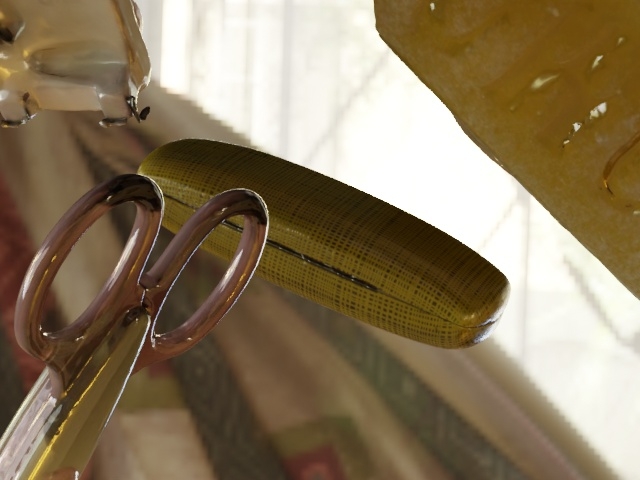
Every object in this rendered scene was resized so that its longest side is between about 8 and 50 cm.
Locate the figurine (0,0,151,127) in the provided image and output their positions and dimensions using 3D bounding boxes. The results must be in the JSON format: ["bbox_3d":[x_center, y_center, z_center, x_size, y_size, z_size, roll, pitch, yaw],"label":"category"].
[{"bbox_3d":[-0.102,-0.176,0.954,0.144,0.182,0.257,-14,-146,34],"label":"figurine"}]

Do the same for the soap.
[{"bbox_3d":[0.138,-0.099,0.985,0.080,0.257,0.160,-44,177,-46],"label":"soap"}]

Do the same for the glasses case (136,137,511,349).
[{"bbox_3d":[0.000,0.000,1.169,0.234,0.064,0.079,24,-158,17],"label":"glasses case"}]

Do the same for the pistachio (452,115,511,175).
[{"bbox_3d":[0.160,-0.107,1.256,0.223,0.152,0.126,39,-159,-33],"label":"pistachio"}]

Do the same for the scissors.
[{"bbox_3d":[-0.075,0.058,0.540,0.022,0.176,0.085,40,-161,29],"label":"scissors"}]
